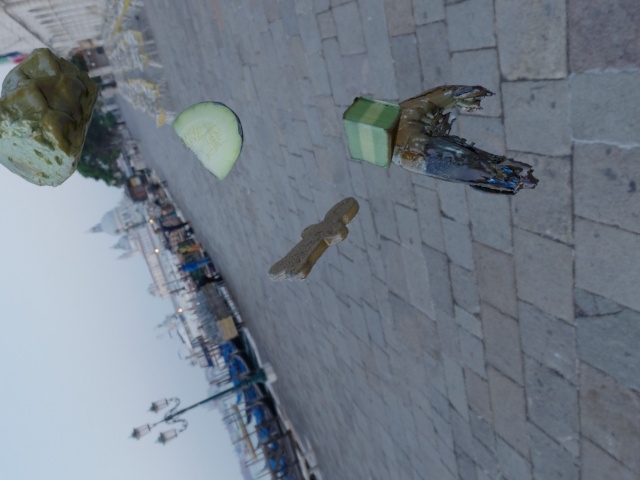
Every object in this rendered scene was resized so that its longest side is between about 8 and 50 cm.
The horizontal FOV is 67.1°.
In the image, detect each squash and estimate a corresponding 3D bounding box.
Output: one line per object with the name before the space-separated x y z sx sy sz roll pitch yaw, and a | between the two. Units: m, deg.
squash | -0.323 -0.317 1.408 0.237 0.204 0.155 48 -171 -4

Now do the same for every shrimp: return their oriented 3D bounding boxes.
shrimp | 0.240 -0.175 0.794 0.290 0.222 0.054 32 156 31

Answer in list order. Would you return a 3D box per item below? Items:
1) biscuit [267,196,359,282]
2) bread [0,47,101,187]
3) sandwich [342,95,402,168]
biscuit | 0.000 0.000 1.254 0.049 0.302 0.196 51 156 -24
bread | -0.618 -0.276 1.085 0.238 0.195 0.252 52 -147 -60
sandwich | 0.069 -0.140 0.712 0.074 0.074 0.117 17 137 12
